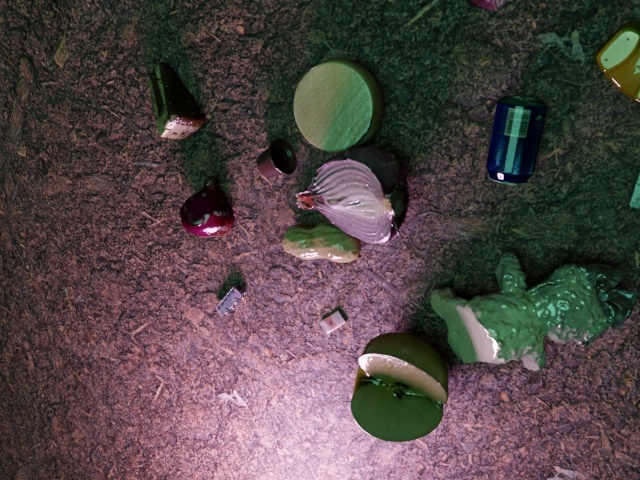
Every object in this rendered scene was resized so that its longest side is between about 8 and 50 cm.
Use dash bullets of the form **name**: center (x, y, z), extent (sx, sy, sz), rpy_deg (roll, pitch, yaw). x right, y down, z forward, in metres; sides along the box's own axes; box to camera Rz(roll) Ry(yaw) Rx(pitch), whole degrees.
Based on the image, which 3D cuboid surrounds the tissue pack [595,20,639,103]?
- **tissue pack**: center (0.691, -0.379, 1.290), extent (0.178, 0.127, 0.123), rpy_deg (46, 127, 7)

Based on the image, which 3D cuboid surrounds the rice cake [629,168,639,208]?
- **rice cake**: center (0.749, -0.157, 1.381), extent (0.029, 0.033, 0.170), rpy_deg (17, 114, 25)

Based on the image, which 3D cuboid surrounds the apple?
- **apple**: center (0.228, 0.405, 1.707), extent (0.258, 0.233, 0.295), rpy_deg (11, 107, 6)

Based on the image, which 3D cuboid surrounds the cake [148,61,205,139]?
- **cake**: center (-0.481, -0.432, 1.851), extent (0.112, 0.135, 0.246), rpy_deg (-35, 89, 32)

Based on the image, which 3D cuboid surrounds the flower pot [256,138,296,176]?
- **flower pot**: center (-0.138, -0.232, 1.767), extent (0.089, 0.111, 0.111), rpy_deg (-20, 96, 41)

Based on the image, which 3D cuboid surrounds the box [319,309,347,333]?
- **box**: center (0.039, 0.256, 1.880), extent (0.083, 0.012, 0.046), rpy_deg (-36, 90, 29)

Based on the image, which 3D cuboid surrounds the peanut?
- **peanut**: center (0.000, 0.000, 1.763), extent (0.257, 0.123, 0.123), rpy_deg (6, 109, 29)

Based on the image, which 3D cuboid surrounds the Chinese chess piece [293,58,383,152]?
- **Chinese chess piece**: center (0.049, -0.364, 1.629), extent (0.251, 0.097, 0.250), rpy_deg (8, 109, 23)

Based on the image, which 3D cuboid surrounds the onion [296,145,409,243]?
- **onion**: center (0.098, -0.142, 1.646), extent (0.349, 0.159, 0.267), rpy_deg (11, 125, 41)

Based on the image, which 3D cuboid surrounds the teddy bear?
- **teddy bear**: center (0.540, 0.175, 1.554), extent (0.362, 0.375, 0.327), rpy_deg (-25, 95, -11)

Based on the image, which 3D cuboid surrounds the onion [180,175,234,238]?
- **onion**: center (-0.367, -0.103, 1.898), extent (0.173, 0.135, 0.198), rpy_deg (6, 106, 22)

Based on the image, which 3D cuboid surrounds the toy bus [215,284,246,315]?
- **toy bus**: center (-0.302, 0.201, 2.020), extent (0.052, 0.037, 0.130), rpy_deg (48, 122, 11)

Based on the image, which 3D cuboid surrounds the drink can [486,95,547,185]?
- **drink can**: center (0.469, -0.241, 1.446), extent (0.118, 0.118, 0.204), rpy_deg (14, 112, 22)

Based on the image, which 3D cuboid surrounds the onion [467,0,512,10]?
- **onion**: center (0.379, -0.675, 1.360), extent (0.247, 0.111, 0.250), rpy_deg (42, 121, 7)
